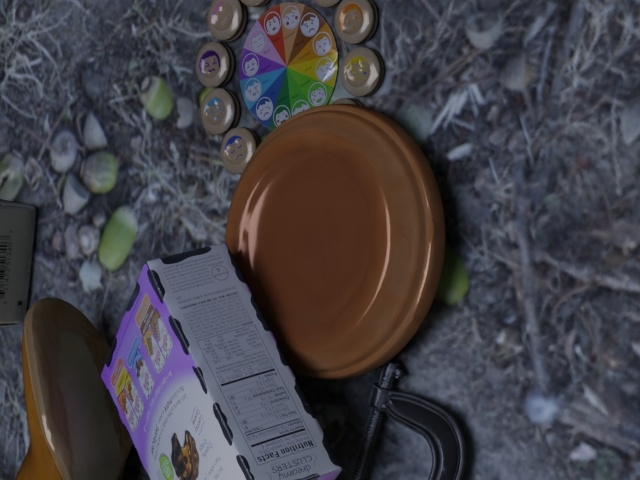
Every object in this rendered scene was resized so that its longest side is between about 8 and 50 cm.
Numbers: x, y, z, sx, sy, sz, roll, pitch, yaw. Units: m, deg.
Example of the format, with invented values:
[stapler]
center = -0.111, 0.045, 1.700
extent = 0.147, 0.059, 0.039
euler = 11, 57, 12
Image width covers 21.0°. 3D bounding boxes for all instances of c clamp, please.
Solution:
[c clamp]
center = 0.045, 0.163, 1.224
extent = 0.137, 0.022, 0.161
euler = 16, 98, 38

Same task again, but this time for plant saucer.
[plant saucer]
center = 0.000, 0.000, 1.233
extent = 0.200, 0.037, 0.200
euler = -4, 84, 40

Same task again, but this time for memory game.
[memory game]
center = -0.027, -0.130, 1.296
extent = 0.186, 0.012, 0.186
euler = -1, 88, 41

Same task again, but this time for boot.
[boot]
center = -0.237, 0.216, 1.406
extent = 0.211, 0.104, 0.295
euler = -28, 76, 36

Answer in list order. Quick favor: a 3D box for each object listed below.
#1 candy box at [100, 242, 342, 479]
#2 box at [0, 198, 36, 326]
[candy box]
center = -0.078, 0.130, 1.258
extent = 0.196, 0.070, 0.165
euler = 61, 149, 23
[box]
center = -0.379, 0.003, 1.536
extent = 0.275, 0.094, 0.113
euler = 8, 94, 39
